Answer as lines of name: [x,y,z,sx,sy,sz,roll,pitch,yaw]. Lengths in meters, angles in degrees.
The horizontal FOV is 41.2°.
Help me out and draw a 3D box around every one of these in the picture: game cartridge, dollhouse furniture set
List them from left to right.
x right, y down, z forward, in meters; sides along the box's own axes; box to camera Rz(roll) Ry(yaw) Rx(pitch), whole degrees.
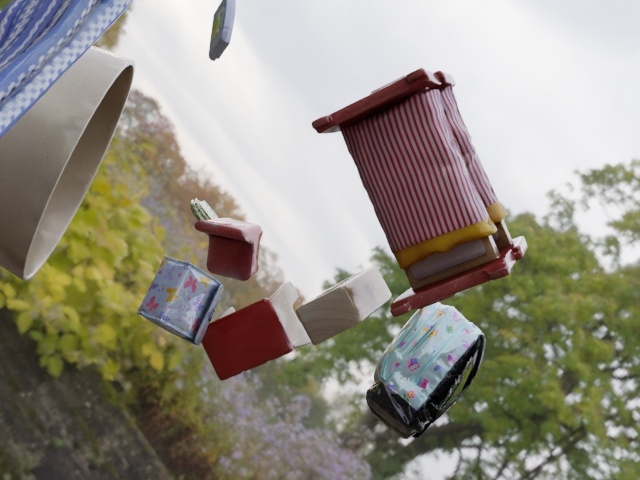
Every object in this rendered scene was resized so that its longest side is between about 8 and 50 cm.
game cartridge: [-0.130,-0.288,1.138,0.017,0.083,0.056,17,-30,-27]
dollhouse furniture set: [0.000,0.000,0.869,0.201,0.374,0.152,65,23,1]

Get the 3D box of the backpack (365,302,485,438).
backpack: [0.144,0.173,1.166,0.115,0.182,0.152,38,-13,7]

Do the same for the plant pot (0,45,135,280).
plant pot: [-0.371,-0.130,0.873,0.274,0.256,0.256,25,-7,-10]

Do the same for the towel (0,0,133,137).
towel: [-0.246,-0.060,0.482,0.336,0.243,0.040,-5,-46,47]

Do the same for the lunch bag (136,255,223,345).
lunch bag: [-0.138,0.065,0.893,0.053,0.071,0.083,13,-19,36]

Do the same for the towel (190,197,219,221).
towel: [-0.192,-0.017,1.579,0.148,0.027,0.110,51,3,-7]
